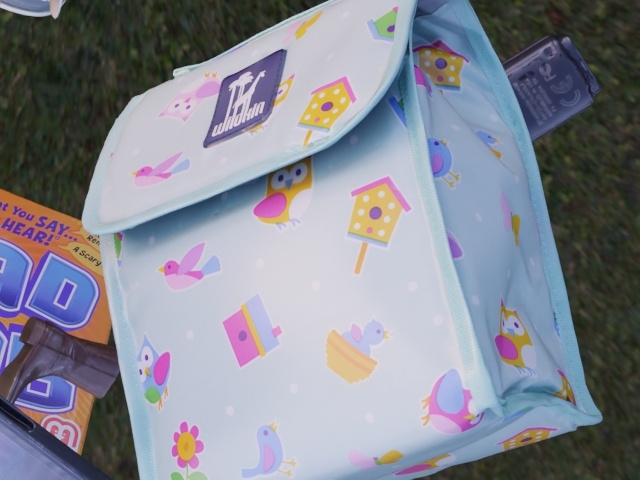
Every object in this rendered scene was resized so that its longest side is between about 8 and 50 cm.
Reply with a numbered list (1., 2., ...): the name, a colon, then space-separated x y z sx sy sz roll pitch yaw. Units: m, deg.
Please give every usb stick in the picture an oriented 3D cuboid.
1. usb stick: 0.109 -0.081 1.283 0.278 0.045 0.077 -32 104 10

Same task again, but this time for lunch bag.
1. lunch bag: 0.000 0.000 0.784 0.223 0.160 0.262 -23 72 31

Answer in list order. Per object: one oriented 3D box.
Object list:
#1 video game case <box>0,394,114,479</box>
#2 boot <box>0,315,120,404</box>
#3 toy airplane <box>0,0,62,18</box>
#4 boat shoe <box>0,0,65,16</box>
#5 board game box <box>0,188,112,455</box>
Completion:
1. video game case: -0.263 0.139 0.823 0.274 0.026 0.196 36 104 1
2. boot: -0.258 0.141 1.475 0.114 0.037 0.106 28 84 -34
3. toy airplane: -0.274 -0.406 1.326 0.384 0.272 0.386 -41 114 -36
4. boat shoe: -0.390 -0.375 1.628 0.319 0.099 0.116 46 60 -22
5. board game box: -0.510 0.157 1.957 0.356 0.356 0.356 22 144 -20
